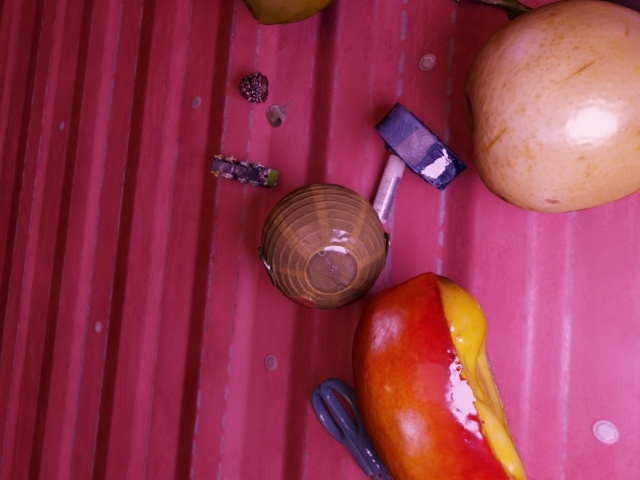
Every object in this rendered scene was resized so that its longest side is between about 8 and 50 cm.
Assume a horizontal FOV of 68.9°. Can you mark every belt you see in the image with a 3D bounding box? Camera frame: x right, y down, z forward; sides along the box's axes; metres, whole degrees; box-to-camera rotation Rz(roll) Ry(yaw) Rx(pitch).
[{"bbox_3d":[0.186,-0.173,0.880,0.082,0.141,0.190,-47,66,19],"label":"belt"}]

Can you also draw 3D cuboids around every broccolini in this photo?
[{"bbox_3d":[0.337,-0.445,0.870,0.216,0.058,0.067,43,103,27],"label":"broccolini"}]

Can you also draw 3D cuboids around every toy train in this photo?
[{"bbox_3d":[-0.190,-0.169,1.146,0.202,0.081,0.060,18,93,38],"label":"toy train"}]

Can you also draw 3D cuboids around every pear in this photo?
[{"bbox_3d":[0.364,-0.190,0.687,0.309,0.309,0.309,-4,82,31],"label":"pear"}]

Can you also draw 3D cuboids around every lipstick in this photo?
[{"bbox_3d":[0.138,-0.104,0.960,0.040,0.040,0.141,21,95,31],"label":"lipstick"}]

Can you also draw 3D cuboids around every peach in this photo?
[{"bbox_3d":[0.174,0.248,0.754,0.242,0.306,0.380,-15,82,22],"label":"peach"}]

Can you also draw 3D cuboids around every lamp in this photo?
[{"bbox_3d":[0.000,0.000,0.928,0.250,0.250,0.284,-52,22,15],"label":"lamp"}]

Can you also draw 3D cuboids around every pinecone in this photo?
[{"bbox_3d":[-0.166,-0.376,1.155,0.083,0.077,0.077,8,88,36],"label":"pinecone"}]

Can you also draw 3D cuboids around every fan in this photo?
[{"bbox_3d":[-0.100,-0.309,1.149,0.080,0.003,0.060,-8,81,30],"label":"fan"}]

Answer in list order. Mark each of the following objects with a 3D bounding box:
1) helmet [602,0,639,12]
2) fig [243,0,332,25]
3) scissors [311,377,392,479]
[{"bbox_3d":[0.500,-0.441,0.690,0.216,0.193,0.189,-1,77,35],"label":"helmet"},{"bbox_3d":[-0.064,-0.643,0.995,0.343,0.343,0.343,-4,82,31],"label":"fig"},{"bbox_3d":[0.126,0.461,0.874,0.447,0.029,0.192,54,149,15],"label":"scissors"}]
